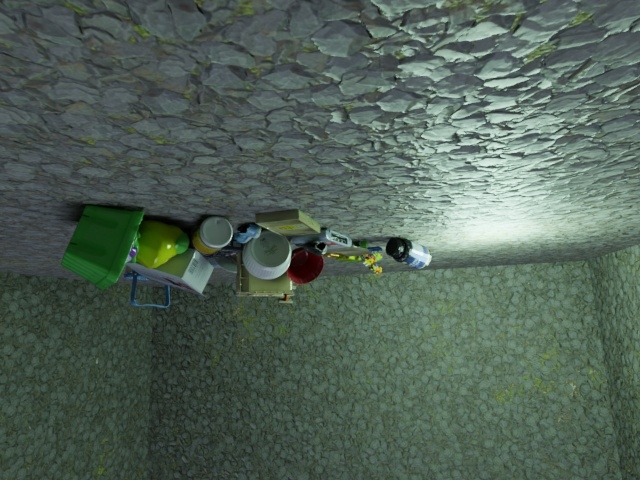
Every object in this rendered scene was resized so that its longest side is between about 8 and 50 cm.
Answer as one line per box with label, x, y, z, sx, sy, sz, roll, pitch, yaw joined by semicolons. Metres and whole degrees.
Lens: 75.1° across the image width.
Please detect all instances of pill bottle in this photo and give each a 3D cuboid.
pill bottle;0.436;0.061;2.077;0.219;0.122;0.123;19;160;-29
pill bottle;-0.411;-0.014;1.550;0.118;0.117;0.208;3;168;-27

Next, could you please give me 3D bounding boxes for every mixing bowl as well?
mixing bowl;-0.085;0.098;1.905;0.181;0.181;0.098;4;-154;-29

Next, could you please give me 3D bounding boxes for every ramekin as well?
ramekin;-0.218;0.052;1.734;0.207;0.207;0.109;1;160;-16

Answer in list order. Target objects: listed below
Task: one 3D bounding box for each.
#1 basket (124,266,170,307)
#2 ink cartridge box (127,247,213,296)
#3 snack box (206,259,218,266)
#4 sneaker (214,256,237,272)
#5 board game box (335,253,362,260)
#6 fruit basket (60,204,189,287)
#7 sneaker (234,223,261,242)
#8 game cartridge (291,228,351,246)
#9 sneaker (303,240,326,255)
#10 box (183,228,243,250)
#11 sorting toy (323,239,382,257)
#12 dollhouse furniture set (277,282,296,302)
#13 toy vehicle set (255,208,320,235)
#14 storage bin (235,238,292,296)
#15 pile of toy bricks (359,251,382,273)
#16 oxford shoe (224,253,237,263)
basket;-0.837;0.186;2.071;0.201;0.289;0.255;-10;165;14
ink cartridge box;-0.620;0.103;1.710;0.309;0.130;0.272;15;158;13
snack box;-0.535;0.128;2.431;0.207;0.070;0.174;8;166;-38
sneaker;-0.441;0.149;2.313;0.296;0.104;0.147;16;162;-2
board game box;0.179;0.100;2.502;0.092;0.043;0.181;-10;168;33
fruit basket;-0.663;0.035;1.452;0.392;0.283;0.392;12;160;4
sneaker;-0.302;-0.038;1.653;0.073;0.063;0.162;27;150;-33
game cartridge;0.000;0.000;1.902;0.196;0.060;0.294;-3;170;26
sneaker;-0.006;0.033;1.791;0.089;0.051;0.170;-5;167;40
box;-0.526;0.024;1.844;0.242;0.076;0.307;7;166;-41
sorting toy;0.150;0.040;2.170;0.348;0.047;0.196;-11;162;38
dollhouse furniture set;-0.238;0.216;2.541;0.135;0.262;0.259;4;-160;-19
toy vehicle set;-0.116;-0.062;1.574;0.166;0.035;0.267;-5;169;15
storage bin;-0.270;0.124;1.930;0.260;0.262;0.123;4;167;-32
pile of toy bricks;0.326;0.112;2.504;0.105;0.118;0.212;-35;141;16
oxford shoe;-0.408;0.072;2.125;0.096;0.082;0.227;-8;170;8
